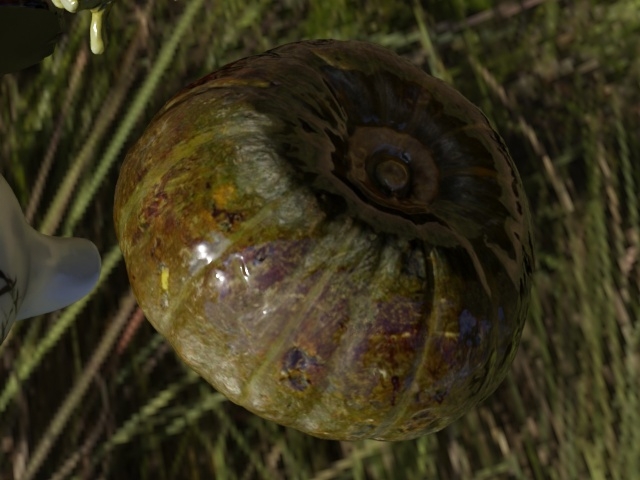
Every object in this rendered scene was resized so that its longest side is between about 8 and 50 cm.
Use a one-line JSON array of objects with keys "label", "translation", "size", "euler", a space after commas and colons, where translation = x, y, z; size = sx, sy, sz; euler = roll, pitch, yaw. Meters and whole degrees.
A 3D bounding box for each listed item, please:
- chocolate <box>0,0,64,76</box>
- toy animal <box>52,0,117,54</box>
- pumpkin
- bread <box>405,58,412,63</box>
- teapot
[{"label": "chocolate", "translation": [-0.374, -0.248, 1.602], "size": [0.340, 0.210, 0.225], "euler": [-12, 171, 22]}, {"label": "toy animal", "translation": [-0.138, -0.229, 1.270], "size": [0.136, 0.073, 0.181], "euler": [-32, 128, -10]}, {"label": "pumpkin", "translation": [0.000, 0.000, 0.956], "size": [0.219, 0.219, 0.162], "euler": [5, 142, -20]}, {"label": "bread", "translation": [-0.001, -0.076, 1.539], "size": [0.114, 0.132, 0.190], "euler": [8, 147, -18]}, {"label": "teapot", "translation": [-0.316, 0.028, 1.274], "size": [0.299, 0.208, 0.166], "euler": [-17, 162, 12]}]
